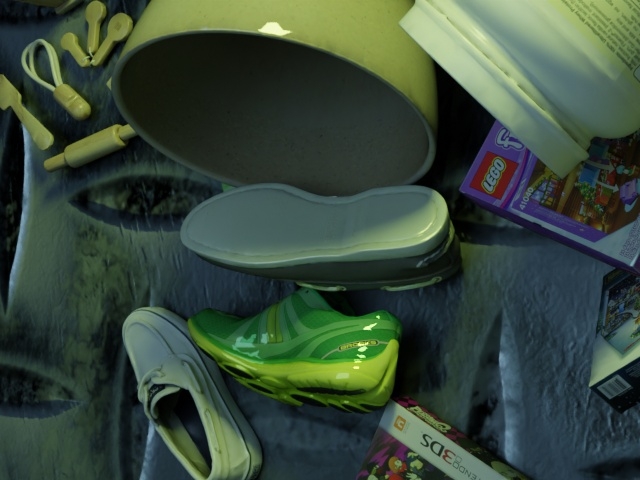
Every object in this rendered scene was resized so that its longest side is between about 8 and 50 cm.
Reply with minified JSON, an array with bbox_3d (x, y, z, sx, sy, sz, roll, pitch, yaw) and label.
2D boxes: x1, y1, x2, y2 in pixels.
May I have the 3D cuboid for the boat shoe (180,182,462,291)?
[{"bbox_3d":[-0.001,0.004,1.762,0.305,0.091,0.109,0,54,25],"label":"boat shoe"}]

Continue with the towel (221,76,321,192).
[{"bbox_3d":[-0.058,-0.115,1.902,0.152,0.023,0.113,-19,73,38],"label":"towel"}]

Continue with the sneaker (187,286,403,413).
[{"bbox_3d":[-0.021,0.109,1.822,0.295,0.109,0.123,8,64,43],"label":"sneaker"}]

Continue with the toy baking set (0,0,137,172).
[{"bbox_3d":[-0.302,-0.184,2.093,0.256,0.030,0.197,-25,66,28],"label":"toy baking set"}]

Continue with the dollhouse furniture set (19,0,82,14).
[{"bbox_3d":[-0.309,-0.454,2.006,0.303,0.198,0.286,-28,71,33],"label":"dollhouse furniture set"}]

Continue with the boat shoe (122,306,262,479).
[{"bbox_3d":[-0.162,0.173,1.923,0.258,0.084,0.095,48,116,30],"label":"boat shoe"}]

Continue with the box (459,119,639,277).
[{"bbox_3d":[0.282,-0.131,1.559,0.201,0.057,0.293,27,87,36],"label":"box"}]

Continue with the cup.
[{"bbox_3d":[-0.023,-0.218,1.725,0.331,0.331,0.237,-7,58,38],"label":"cup"}]

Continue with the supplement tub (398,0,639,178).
[{"bbox_3d":[0.247,-0.237,1.439,0.325,0.235,0.235,-47,60,8],"label":"supplement tub"}]

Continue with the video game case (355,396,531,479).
[{"bbox_3d":[0.112,0.310,1.725,0.210,0.042,0.232,33,107,36],"label":"video game case"}]

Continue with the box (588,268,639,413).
[{"bbox_3d":[0.342,0.037,1.486,0.044,0.159,0.233,40,127,-16],"label":"box"}]
